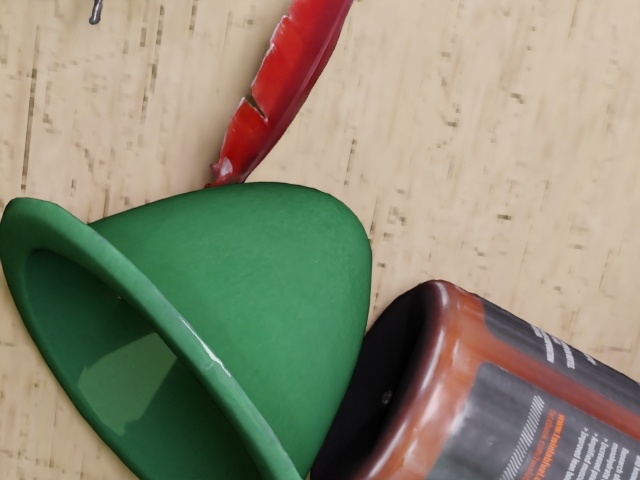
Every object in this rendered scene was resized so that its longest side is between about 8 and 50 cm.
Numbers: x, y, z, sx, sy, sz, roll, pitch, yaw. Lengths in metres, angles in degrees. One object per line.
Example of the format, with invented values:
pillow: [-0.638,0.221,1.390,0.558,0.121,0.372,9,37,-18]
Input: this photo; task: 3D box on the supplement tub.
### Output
supplement tub: [0.102,0.102,0.630,0.198,0.106,0.106,29,113,-12]

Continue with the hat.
hat: [0.000,0.000,0.609,0.183,0.208,0.173,-41,81,-23]

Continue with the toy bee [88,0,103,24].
toy bee: [-0.001,-0.166,0.472,0.195,0.162,0.298,17,115,-10]
